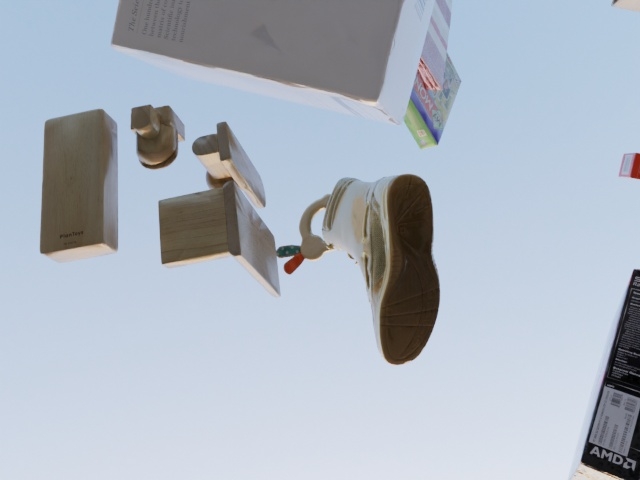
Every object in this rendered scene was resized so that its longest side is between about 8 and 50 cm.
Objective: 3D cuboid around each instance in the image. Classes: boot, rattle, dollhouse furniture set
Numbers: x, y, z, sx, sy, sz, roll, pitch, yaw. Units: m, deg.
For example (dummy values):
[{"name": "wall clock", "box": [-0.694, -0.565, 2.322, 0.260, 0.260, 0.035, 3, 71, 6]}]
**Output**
[{"name": "boot", "box": [0.078, 0.034, 0.880, 0.095, 0.203, 0.262, -7, -82, -25]}, {"name": "rattle", "box": [0.000, 0.000, 1.360, 0.130, 0.143, 0.200, 35, -89, 6]}, {"name": "dollhouse furniture set", "box": [-0.126, -0.024, 0.496, 0.151, 0.123, 0.144, -10, -110, 7]}]

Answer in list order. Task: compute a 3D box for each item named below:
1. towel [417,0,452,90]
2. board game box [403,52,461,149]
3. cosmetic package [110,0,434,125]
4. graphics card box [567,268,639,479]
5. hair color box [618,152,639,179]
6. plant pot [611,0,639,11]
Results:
[{"name": "towel", "box": [0.186, -0.461, 1.048, 0.037, 0.237, 0.329, 4, -101, 27]}, {"name": "board game box", "box": [0.175, -0.370, 1.181, 0.317, 0.046, 0.214, 51, -131, -34]}, {"name": "cosmetic package", "box": [-0.020, -0.233, 0.485, 0.224, 0.138, 0.224, 16, -82, 14]}, {"name": "graphics card box", "box": [0.538, 0.263, 1.057, 0.371, 0.094, 0.233, -63, -26, -23]}, {"name": "hair color box", "box": [0.682, -0.131, 1.156, 0.167, 0.093, 0.054, 11, -81, 12]}, {"name": "plant pot", "box": [0.400, -0.304, 0.639, 0.096, 0.109, 0.109, 23, -92, -1]}]
